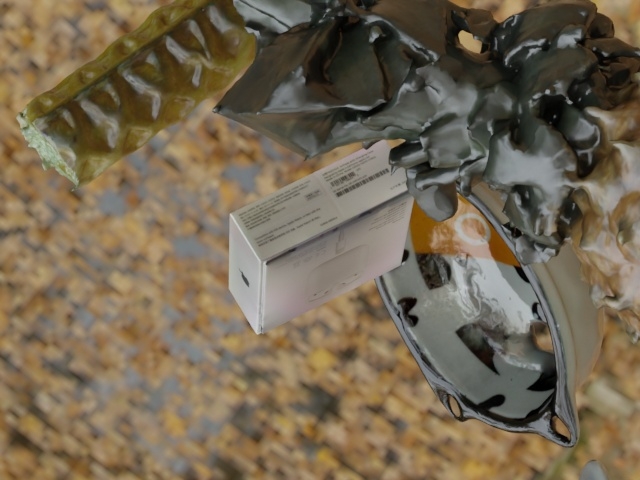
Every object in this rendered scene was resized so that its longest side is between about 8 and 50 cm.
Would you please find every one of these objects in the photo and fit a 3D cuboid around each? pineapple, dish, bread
[{"bbox_3d":[0.074,-0.033,0.636,0.237,0.111,0.119,22,153,18],"label":"pineapple"},{"bbox_3d":[0.169,0.034,1.790,0.303,0.120,0.303,42,149,33],"label":"dish"},{"bbox_3d":[-0.158,-0.157,1.862,0.098,0.269,0.087,35,158,52],"label":"bread"}]

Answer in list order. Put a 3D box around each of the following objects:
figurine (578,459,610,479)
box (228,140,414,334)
[{"bbox_3d":[0.181,0.222,1.220,0.126,0.192,0.147,13,117,-27],"label":"figurine"},{"bbox_3d":[0.000,0.000,1.456,0.051,0.130,0.129,59,164,21],"label":"box"}]
